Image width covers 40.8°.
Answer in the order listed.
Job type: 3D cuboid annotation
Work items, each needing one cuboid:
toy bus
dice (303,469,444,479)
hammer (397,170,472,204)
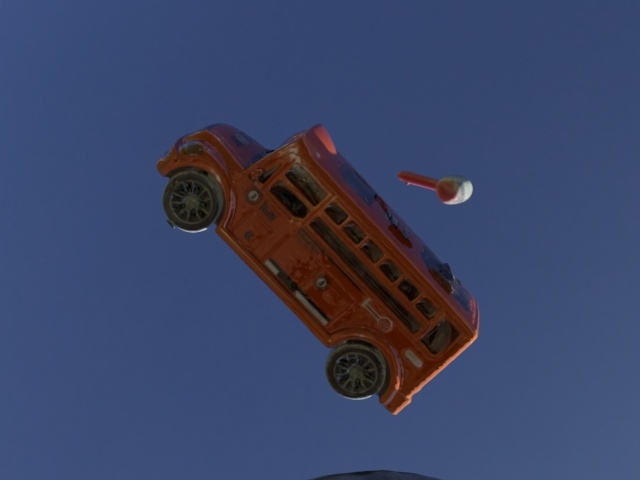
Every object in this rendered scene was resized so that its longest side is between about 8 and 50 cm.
[{"bbox_3d":[0.000,0.000,0.837,0.153,0.143,0.329,-43,-88,17],"label":"toy bus"},{"bbox_3d":[0.017,0.231,0.425,0.183,0.181,0.182,-37,-130,27],"label":"dice"},{"bbox_3d":[0.120,-0.062,0.926,0.083,0.052,0.031,19,-78,27],"label":"hammer"}]
